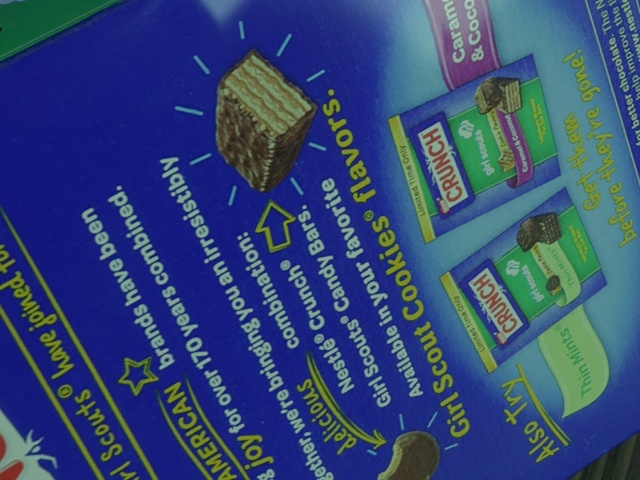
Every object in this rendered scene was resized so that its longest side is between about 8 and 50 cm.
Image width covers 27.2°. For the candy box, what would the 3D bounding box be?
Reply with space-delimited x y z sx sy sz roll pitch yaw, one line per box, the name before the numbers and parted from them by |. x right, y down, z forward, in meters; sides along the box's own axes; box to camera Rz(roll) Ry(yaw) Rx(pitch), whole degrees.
candy box | -0.019 0.005 0.511 0.317 0.122 0.268 -30 118 -13
